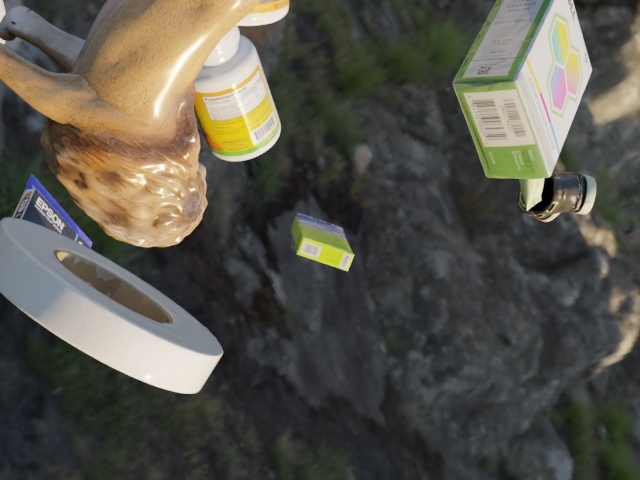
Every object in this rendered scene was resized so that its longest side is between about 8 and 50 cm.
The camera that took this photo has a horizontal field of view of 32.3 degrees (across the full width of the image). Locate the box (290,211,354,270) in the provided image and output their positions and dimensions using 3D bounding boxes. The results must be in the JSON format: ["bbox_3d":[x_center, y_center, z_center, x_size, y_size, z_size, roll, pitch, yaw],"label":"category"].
[{"bbox_3d":[0.000,0.000,2.158,0.109,0.042,0.178,19,13,-11],"label":"box"}]

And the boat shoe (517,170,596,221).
[{"bbox_3d":[0.358,-0.076,1.757,0.228,0.069,0.081,171,-74,-77],"label":"boat shoe"}]

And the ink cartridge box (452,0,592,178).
[{"bbox_3d":[0.194,-0.165,0.995,0.209,0.062,0.109,-61,138,-36],"label":"ink cartridge box"}]

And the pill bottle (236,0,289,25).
[{"bbox_3d":[-0.115,-0.454,1.546,0.162,0.162,0.278,-76,172,-63],"label":"pill bottle"}]

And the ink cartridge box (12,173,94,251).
[{"bbox_3d":[-0.507,0.005,2.104,0.206,0.045,0.208,55,30,-36],"label":"ink cartridge box"}]

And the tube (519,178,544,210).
[{"bbox_3d":[0.275,-0.164,1.474,0.062,0.070,0.240,13,-68,63],"label":"tube"}]

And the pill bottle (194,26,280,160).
[{"bbox_3d":[-0.161,-0.267,1.886,0.136,0.136,0.245,-99,173,-45],"label":"pill bottle"}]

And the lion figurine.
[{"bbox_3d":[-0.139,-0.176,0.929,0.240,0.392,0.142,33,32,-8],"label":"lion figurine"}]

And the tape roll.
[{"bbox_3d":[-0.326,0.096,1.663,0.392,0.072,0.392,33,2,-1],"label":"tape roll"}]

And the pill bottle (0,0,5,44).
[{"bbox_3d":[-0.446,-0.249,1.256,0.087,0.160,0.087,180,-90,-89],"label":"pill bottle"}]
